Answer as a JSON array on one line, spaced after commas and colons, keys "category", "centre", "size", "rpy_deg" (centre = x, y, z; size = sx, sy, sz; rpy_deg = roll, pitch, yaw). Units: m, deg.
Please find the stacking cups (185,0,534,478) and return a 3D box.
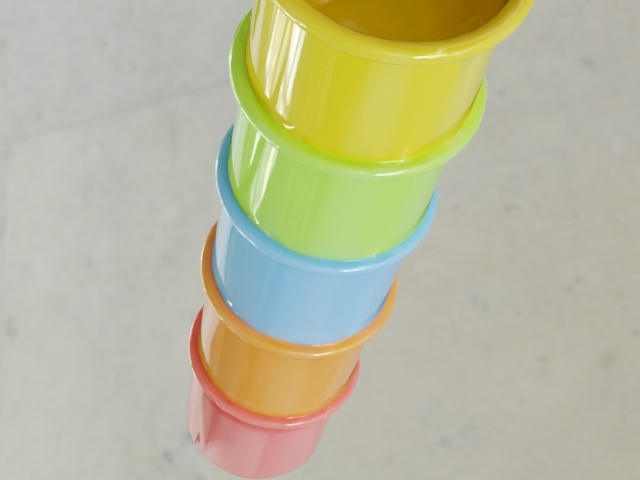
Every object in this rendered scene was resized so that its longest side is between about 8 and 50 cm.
[{"category": "stacking cups", "centre": [0.000, 0.000, 0.690], "size": [0.316, 0.096, 0.096], "rpy_deg": [104, 146, -52]}]
